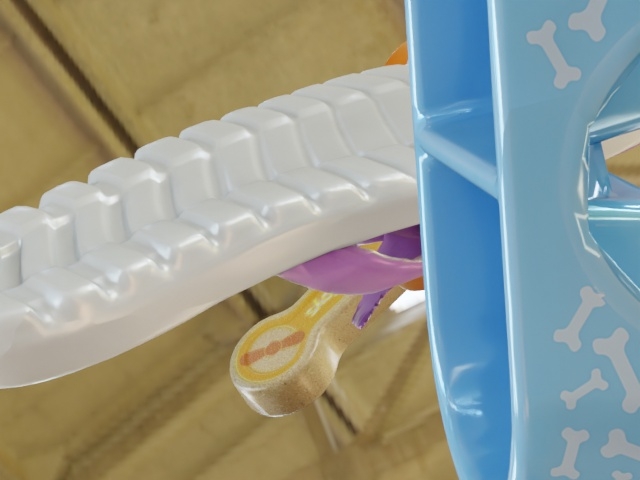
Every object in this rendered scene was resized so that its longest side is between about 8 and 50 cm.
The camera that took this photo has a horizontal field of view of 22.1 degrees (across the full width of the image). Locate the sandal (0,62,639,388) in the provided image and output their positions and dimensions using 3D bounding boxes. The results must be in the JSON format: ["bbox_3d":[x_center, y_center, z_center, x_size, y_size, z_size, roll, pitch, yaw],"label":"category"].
[{"bbox_3d":[-0.006,-0.006,0.843,0.416,0.169,0.102,-18,-63,-17],"label":"sandal"}]

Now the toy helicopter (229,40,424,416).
[{"bbox_3d":[0.077,0.008,1.280,0.355,0.235,0.140,-45,-48,-12],"label":"toy helicopter"}]

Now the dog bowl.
[{"bbox_3d":[0.081,-0.031,0.578,0.074,0.166,0.297,-7,-78,-8],"label":"dog bowl"}]
